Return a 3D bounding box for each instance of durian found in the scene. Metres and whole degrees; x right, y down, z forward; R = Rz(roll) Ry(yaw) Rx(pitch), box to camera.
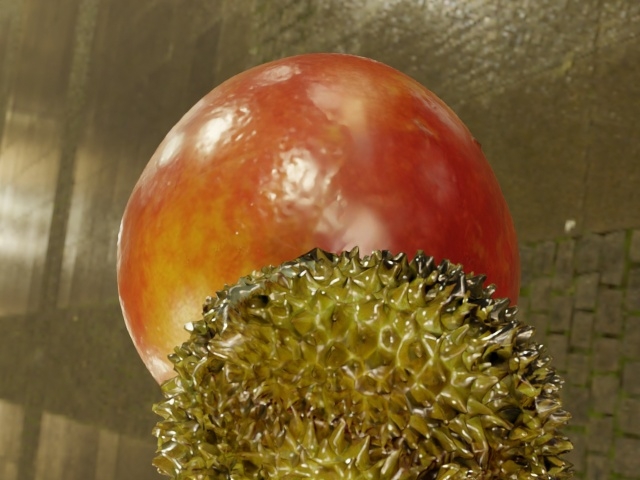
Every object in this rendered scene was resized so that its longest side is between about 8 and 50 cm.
[{"bbox_3d":[0.035,0.135,0.753,0.258,0.293,0.258,-172,90,-88],"label":"durian"}]

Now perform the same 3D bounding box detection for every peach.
[{"bbox_3d":[0.000,0.000,1.070,0.388,0.388,0.388,-171,90,-67],"label":"peach"}]
